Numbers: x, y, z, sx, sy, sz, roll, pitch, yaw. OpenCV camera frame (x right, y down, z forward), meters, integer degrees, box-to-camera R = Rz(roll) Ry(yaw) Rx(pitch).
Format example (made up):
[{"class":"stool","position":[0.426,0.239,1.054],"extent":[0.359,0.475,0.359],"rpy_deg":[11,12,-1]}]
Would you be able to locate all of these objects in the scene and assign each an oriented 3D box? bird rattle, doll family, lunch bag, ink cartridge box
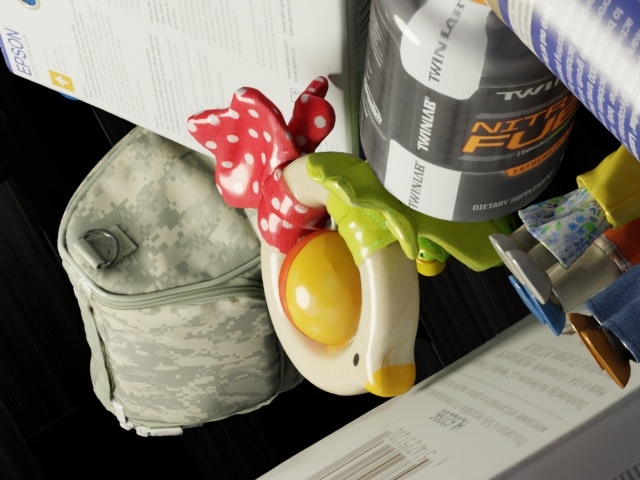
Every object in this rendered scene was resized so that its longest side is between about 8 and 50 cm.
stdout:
[{"class":"bird rattle","position":[0.000,0.000,1.304],"extent":[0.253,0.143,0.207],"rpy_deg":[10,104,49]},{"class":"doll family","position":[0.185,-0.006,0.953],"extent":[0.118,0.163,0.263],"rpy_deg":[54,179,-32]},{"class":"lunch bag","position":[-0.099,0.025,1.715],"extent":[0.212,0.256,0.305],"rpy_deg":[51,164,24]},{"class":"ink cartridge box","position":[-0.109,-0.182,1.461],"extent":[0.330,0.071,0.324],"rpy_deg":[25,154,16]}]

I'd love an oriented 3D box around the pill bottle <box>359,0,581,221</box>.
[{"class":"pill bottle","position":[0.091,-0.118,1.093],"extent":[0.130,0.130,0.245],"rpy_deg":[52,164,20]}]

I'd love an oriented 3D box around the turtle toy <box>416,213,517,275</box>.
[{"class":"turtle toy","position":[0.088,-0.025,1.399],"extent":[0.130,0.066,0.095],"rpy_deg":[48,161,31]}]

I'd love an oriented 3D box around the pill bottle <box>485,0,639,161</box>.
[{"class":"pill bottle","position":[0.195,-0.077,0.808],"extent":[0.264,0.153,0.153],"rpy_deg":[51,163,27]}]

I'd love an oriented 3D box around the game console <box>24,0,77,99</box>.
[{"class":"game console","position":[-0.267,-0.305,1.894],"extent":[0.250,0.173,0.293],"rpy_deg":[42,165,-1]}]

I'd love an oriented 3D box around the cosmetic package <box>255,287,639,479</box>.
[{"class":"cosmetic package","position":[0.171,0.273,1.161],"extent":[0.393,0.327,0.329],"rpy_deg":[60,173,-7]}]
